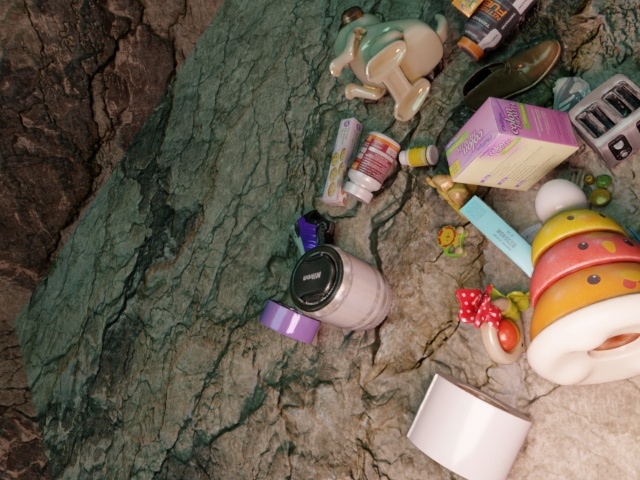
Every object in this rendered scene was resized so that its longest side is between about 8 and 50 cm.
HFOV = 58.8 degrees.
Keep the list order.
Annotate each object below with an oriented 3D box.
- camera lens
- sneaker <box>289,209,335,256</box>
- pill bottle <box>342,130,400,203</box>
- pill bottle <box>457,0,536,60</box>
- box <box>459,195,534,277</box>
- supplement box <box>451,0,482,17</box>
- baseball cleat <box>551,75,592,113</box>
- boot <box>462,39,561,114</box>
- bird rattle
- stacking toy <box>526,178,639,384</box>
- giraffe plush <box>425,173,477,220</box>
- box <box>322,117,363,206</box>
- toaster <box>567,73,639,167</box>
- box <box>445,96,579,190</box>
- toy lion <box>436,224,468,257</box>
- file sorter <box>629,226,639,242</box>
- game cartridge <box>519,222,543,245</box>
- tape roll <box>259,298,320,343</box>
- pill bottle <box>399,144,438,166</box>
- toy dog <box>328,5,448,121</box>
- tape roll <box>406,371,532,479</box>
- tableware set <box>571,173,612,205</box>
[{"bbox_3d":[0.060,0.147,1.705,0.220,0.274,0.219,-19,59,34],"label":"camera lens"},{"bbox_3d":[-0.001,-0.001,1.948,0.146,0.102,0.293,-44,48,16],"label":"sneaker"},{"bbox_3d":[0.167,-0.242,1.900,0.121,0.121,0.221,28,90,45],"label":"pill bottle"},{"bbox_3d":[0.541,-0.686,1.772,0.245,0.130,0.130,-51,46,12],"label":"pill bottle"},{"bbox_3d":[0.474,-0.012,1.470,0.244,0.100,0.060,46,106,16],"label":"box"},{"bbox_3d":[0.470,-0.774,1.820,0.078,0.080,0.233,-50,9,26],"label":"supplement box"},{"bbox_3d":[0.680,-0.359,1.540,0.110,0.072,0.205,-2,73,34],"label":"baseball cleat"},{"bbox_3d":[0.561,-0.496,1.679,0.305,0.115,0.112,-35,49,22],"label":"boot"},{"bbox_3d":[0.442,0.199,1.384,0.143,0.254,0.206,-16,84,36],"label":"bird rattle"},{"bbox_3d":[0.581,0.050,1.272,0.351,0.351,0.479,-30,47,28],"label":"stacking toy"},{"bbox_3d":[0.427,-0.174,1.638,0.170,0.181,0.210,-42,13,5],"label":"giraffe plush"},{"bbox_3d":[0.080,-0.280,2.034,0.067,0.063,0.323,2,72,41],"label":"box"},{"bbox_3d":[0.743,-0.307,1.433,0.168,0.110,0.185,-39,49,20],"label":"toaster"},{"bbox_3d":[0.491,-0.243,1.480,0.213,0.243,0.117,126,143,-57],"label":"box"},{"bbox_3d":[0.383,0.003,1.664,0.096,0.034,0.100,-12,63,45],"label":"toy lion"},{"bbox_3d":[0.795,-0.023,1.253,0.170,0.118,0.104,-39,46,21],"label":"file sorter"},{"bbox_3d":[0.564,-0.007,1.518,0.083,0.017,0.056,-36,54,24],"label":"game cartridge"},{"bbox_3d":[-0.100,0.262,1.852,0.189,0.189,0.080,20,85,44],"label":"tape roll"},{"bbox_3d":[0.314,-0.270,1.823,0.116,0.065,0.065,0,71,41],"label":"pill bottle"},{"bbox_3d":[0.198,-0.668,1.964,0.395,0.285,0.408,-54,44,7],"label":"toy dog"},{"bbox_3d":[0.348,0.441,1.339,0.246,0.246,0.169,24,88,45],"label":"tape roll"},{"bbox_3d":[0.683,-0.099,1.453,0.104,0.024,0.154,8,75,40],"label":"tableware set"}]
